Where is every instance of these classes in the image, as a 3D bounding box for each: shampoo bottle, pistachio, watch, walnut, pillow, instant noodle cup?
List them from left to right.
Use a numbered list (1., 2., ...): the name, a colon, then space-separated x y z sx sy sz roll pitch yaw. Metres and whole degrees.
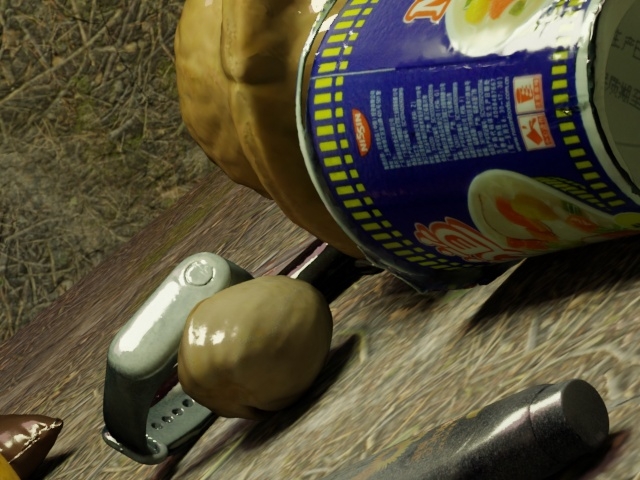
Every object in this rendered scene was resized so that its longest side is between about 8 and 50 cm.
1. pillow: -0.464 0.310 2.150 0.308 0.108 0.305 -45 16 -24
2. watch: -0.127 0.113 1.715 0.206 0.068 0.193 -53 -24 -22
3. pistachio: -0.056 0.091 1.619 0.124 0.124 0.185 -32 7 31
4. walnut: 0.050 -0.163 1.663 0.384 0.383 0.383 -37 10 7
5. shampoo bottle: 0.073 0.142 1.117 0.234 0.049 0.087 -29 7 40
6. instant noodle cup: 0.176 -0.102 1.345 0.284 0.284 0.312 -42 19 -24

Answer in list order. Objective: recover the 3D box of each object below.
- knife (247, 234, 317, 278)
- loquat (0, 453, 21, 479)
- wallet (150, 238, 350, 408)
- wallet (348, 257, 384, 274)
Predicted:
1. knife: -0.001 -0.001 2.106 0.399 0.038 0.132 -34 8 27
2. loquat: -0.353 0.271 1.493 0.275 0.275 0.275 -37 10 7
3. wallet: -0.066 0.078 1.925 0.318 0.045 0.172 -42 3 -10
4. wallet: 0.096 -0.019 1.892 0.157 0.018 0.082 -41 11 -18
